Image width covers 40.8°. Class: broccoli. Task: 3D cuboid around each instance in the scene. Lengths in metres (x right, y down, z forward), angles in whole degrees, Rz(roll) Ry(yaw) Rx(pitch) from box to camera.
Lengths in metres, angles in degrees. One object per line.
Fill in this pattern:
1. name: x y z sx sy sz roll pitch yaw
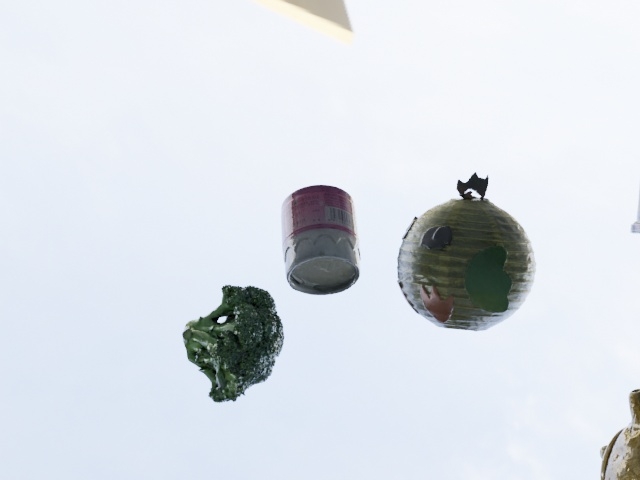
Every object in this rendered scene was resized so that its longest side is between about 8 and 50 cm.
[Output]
1. broccoli: -0.136 0.167 1.396 0.156 0.195 0.195 -1 -141 9

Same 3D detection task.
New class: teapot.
1. teapot: 0.536 0.390 1.421 0.203 0.311 0.167 -18 -157 -36

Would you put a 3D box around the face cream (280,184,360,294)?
1. face cream: 0.000 0.000 1.924 0.175 0.175 0.195 8 -127 -16

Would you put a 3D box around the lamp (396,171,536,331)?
1. lamp: 0.262 0.019 1.526 0.250 0.284 0.250 6 -177 0

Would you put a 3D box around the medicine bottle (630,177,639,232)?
1. medicine bottle: 0.508 -0.219 1.221 0.108 0.426 0.108 3 -179 0
